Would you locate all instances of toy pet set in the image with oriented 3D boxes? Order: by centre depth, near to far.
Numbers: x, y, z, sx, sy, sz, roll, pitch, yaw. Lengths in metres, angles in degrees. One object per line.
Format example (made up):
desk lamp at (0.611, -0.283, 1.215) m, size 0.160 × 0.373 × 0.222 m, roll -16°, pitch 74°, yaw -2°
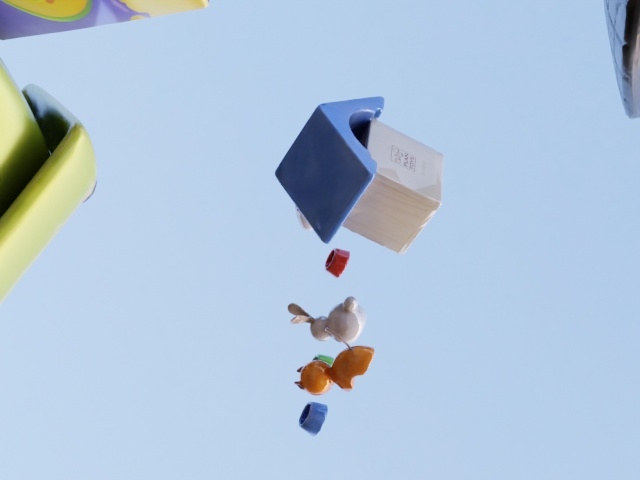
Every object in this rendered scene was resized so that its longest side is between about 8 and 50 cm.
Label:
toy pet set at (0.000, 0.000, 0.610) m, size 0.065 × 0.122 × 0.114 m, roll 25°, pitch -54°, yaw -13°

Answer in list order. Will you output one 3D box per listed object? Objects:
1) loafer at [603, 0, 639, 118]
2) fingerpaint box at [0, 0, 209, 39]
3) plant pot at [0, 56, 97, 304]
loafer at (0.162, -0.125, 0.611) m, size 0.061 × 0.062 × 0.170 m, roll -4°, pitch -45°, yaw 1°
fingerpaint box at (-0.186, -0.392, 0.737) m, size 0.163 × 0.371 × 0.445 m, roll -5°, pitch -33°, yaw 24°
plant pot at (-0.274, -0.050, 0.835) m, size 0.207 × 0.227 × 0.228 m, roll 38°, pitch -92°, yaw -24°
